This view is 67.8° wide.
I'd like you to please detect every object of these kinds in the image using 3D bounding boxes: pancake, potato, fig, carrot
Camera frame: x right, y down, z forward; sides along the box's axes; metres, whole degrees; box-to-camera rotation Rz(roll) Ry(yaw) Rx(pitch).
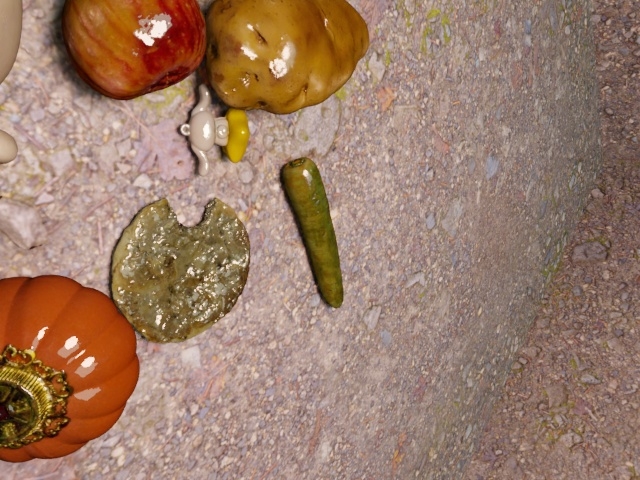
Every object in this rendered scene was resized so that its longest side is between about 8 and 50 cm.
[{"bbox_3d":[-0.220,0.049,0.777,0.254,0.037,0.253,-13,108,-44],"label":"pancake"},{"bbox_3d":[-0.036,-0.332,0.796,0.369,0.196,0.176,-40,159,-44],"label":"potato"},{"bbox_3d":[-0.248,-0.290,0.597,0.175,0.175,0.207,-35,96,-37],"label":"fig"},{"bbox_3d":[0.000,0.000,0.980,0.074,0.074,0.358,-39,126,-35],"label":"carrot"}]

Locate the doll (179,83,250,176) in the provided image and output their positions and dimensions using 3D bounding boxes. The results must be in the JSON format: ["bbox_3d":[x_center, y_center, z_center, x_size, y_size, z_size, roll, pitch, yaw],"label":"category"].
[{"bbox_3d":[-0.169,-0.167,0.767,0.113,0.072,0.135,25,85,-39],"label":"doll"}]

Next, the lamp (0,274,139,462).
[{"bbox_3d":[-0.330,0.148,0.563,0.224,0.196,0.223,-2,104,-8],"label":"lamp"}]

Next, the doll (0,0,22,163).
[{"bbox_3d":[-0.360,-0.277,0.425,0.226,0.215,0.369,17,84,-52],"label":"doll"}]
